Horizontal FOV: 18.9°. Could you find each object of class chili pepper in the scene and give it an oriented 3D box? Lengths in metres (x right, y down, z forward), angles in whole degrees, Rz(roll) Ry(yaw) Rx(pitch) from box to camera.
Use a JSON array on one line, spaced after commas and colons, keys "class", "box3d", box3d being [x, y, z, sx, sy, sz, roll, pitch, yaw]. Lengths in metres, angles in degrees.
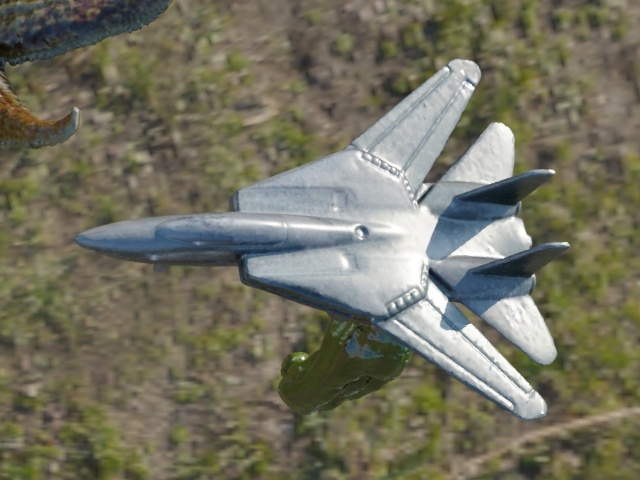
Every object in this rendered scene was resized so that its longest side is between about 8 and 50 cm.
[{"class": "chili pepper", "box3d": [0.031, 0.069, 1.387, 0.072, 0.204, 0.073, -29, 76, -41]}]

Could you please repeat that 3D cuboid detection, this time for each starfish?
[{"class": "starfish", "box3d": [-0.168, -0.093, 0.919, 0.057, 0.238, 0.213, 47, 19, -37]}]

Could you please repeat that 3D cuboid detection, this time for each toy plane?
[{"class": "toy plane", "box3d": [-0.004, 0.004, 1.024, 0.267, 0.088, 0.212, -4, 71, -18]}]
